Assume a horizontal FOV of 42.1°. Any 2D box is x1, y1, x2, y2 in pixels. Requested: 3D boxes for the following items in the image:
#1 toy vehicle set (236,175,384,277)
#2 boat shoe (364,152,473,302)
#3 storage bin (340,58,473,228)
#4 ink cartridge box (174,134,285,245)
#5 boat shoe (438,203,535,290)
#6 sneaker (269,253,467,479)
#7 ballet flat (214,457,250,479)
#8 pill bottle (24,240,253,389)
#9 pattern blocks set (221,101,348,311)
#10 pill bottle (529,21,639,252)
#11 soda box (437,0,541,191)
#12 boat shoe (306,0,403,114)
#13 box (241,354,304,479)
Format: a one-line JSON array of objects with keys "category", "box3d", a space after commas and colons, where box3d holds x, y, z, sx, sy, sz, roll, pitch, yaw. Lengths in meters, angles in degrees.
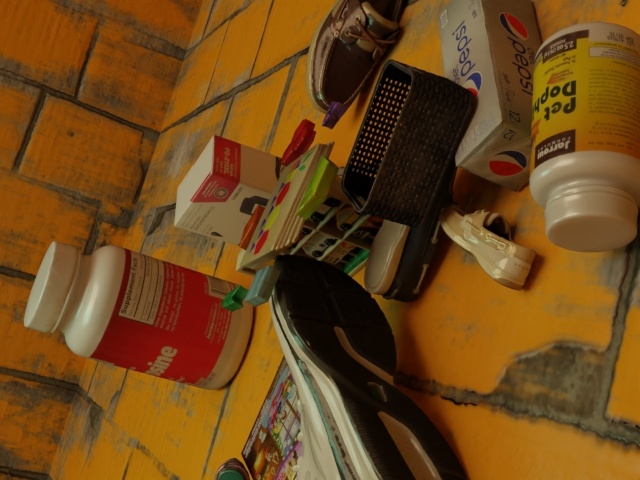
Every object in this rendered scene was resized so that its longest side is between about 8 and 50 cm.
[{"category": "toy vehicle set", "box3d": [0.000, 0.000, 1.290, 0.267, 0.166, 0.035, -44, 34, 47]}, {"category": "boat shoe", "box3d": [0.140, -0.036, 1.120, 0.095, 0.079, 0.254, 30, 102, 65]}, {"category": "storage bin", "box3d": [0.103, -0.120, 1.030, 0.122, 0.084, 0.180, -119, 48, -65]}, {"category": "ink cartridge box", "box3d": [-0.126, -0.074, 1.541, 0.172, 0.237, 0.100, -47, 35, 43]}, {"category": "boat shoe", "box3d": [0.201, -0.006, 0.990, 0.059, 0.063, 0.170, -60, 34, 17]}, {"category": "sneaker", "box3d": [-0.008, 0.235, 1.064, 0.257, 0.169, 0.447, -58, 38, 28]}, {"category": "ballet flat", "box3d": [-0.137, 0.457, 1.332, 0.079, 0.077, 0.221, -10, -79, -83]}, {"category": "pill bottle", "box3d": [-0.360, 0.144, 1.664, 0.229, 0.408, 0.229, -48, 31, 43]}, {"category": "pattern blocks set", "box3d": [-0.045, -0.048, 1.150, 0.324, 0.026, 0.285, -64, 16, -13]}, {"category": "pill bottle", "box3d": [0.270, -0.101, 0.832, 0.117, 0.117, 0.215, -33, 43, 55]}, {"category": "soda box", "box3d": [0.221, -0.206, 1.049, 0.091, 0.098, 0.286, -47, 33, 44]}, {"category": "boat shoe", "box3d": [0.080, -0.387, 1.488, 0.342, 0.123, 0.123, -65, 22, -3]}, {"category": "box", "box3d": [-0.021, 0.255, 1.272, 0.293, 0.057, 0.201, -67, 24, 7]}]
